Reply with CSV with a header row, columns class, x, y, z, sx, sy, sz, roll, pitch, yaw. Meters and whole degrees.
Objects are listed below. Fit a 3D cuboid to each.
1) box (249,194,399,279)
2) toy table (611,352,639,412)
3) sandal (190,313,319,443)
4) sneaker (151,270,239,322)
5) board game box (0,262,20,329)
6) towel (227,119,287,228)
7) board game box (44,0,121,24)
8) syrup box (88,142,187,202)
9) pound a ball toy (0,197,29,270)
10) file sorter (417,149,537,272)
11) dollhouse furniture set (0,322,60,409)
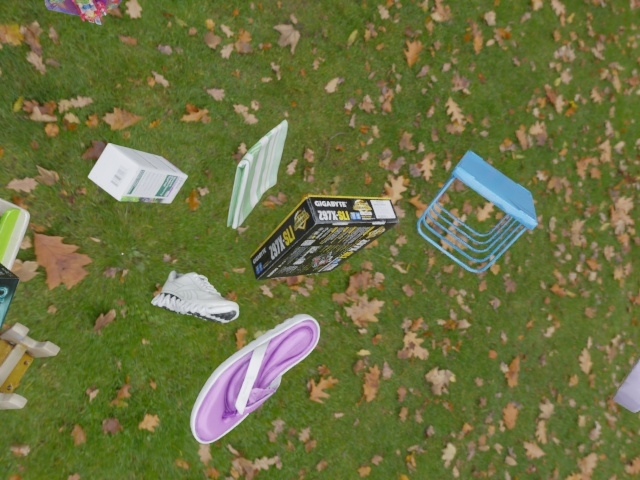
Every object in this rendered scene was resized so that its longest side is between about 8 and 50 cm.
class,x,y,z,sx,sy,sz,roll,pitch,yaw
box,0.000,0.000,1.038,0.257,0.322,0.079,-5,66,-37
toy table,0.464,0.107,0.423,0.252,0.161,0.274,-9,123,-43
sandal,-0.148,0.340,1.027,0.416,0.102,0.169,-42,122,-26
sneaker,-0.326,0.143,1.065,0.110,0.292,0.118,42,60,-50
board game box,-0.372,0.056,0.394,0.026,0.186,0.126,15,98,-63
towel,-0.187,-0.207,1.247,0.038,0.247,0.324,23,37,5
board game box,-0.542,-0.550,0.943,0.169,0.133,0.033,-34,105,-59
syrup box,-0.435,-0.157,0.991,0.096,0.237,0.093,36,97,4
pound a ball toy,-0.725,0.022,0.773,0.136,0.208,0.318,23,96,1
file sorter,0.223,-0.045,0.584,0.118,0.104,0.170,38,29,8
dollhouse furniture set,-0.534,0.246,0.469,0.201,0.152,0.373,55,28,-34
